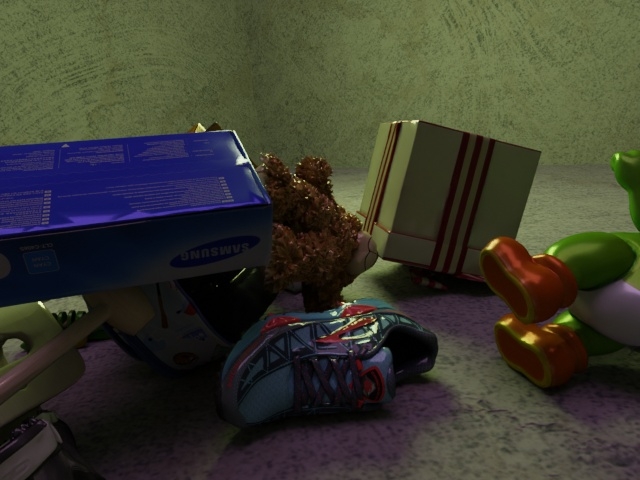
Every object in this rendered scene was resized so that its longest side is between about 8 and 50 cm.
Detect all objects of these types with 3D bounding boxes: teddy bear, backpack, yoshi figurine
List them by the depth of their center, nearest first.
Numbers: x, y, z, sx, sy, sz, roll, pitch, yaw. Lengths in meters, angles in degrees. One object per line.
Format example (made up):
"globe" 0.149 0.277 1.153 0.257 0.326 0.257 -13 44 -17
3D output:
"yoshi figurine" 0.358 0.008 0.590 0.362 0.203 0.203 -21 -17 -6
"backpack" -0.184 0.039 0.674 0.213 0.276 0.263 -34 19 8
"teddy bear" 0.000 0.000 0.725 0.113 0.245 0.338 -18 -34 17

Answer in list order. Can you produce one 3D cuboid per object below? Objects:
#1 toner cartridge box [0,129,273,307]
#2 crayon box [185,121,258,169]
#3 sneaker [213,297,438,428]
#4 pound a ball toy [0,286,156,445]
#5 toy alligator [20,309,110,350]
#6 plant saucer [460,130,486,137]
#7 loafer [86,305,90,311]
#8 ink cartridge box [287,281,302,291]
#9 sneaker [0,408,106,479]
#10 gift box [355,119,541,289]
"toner cartridge box" -0.234 -0.026 0.481 0.347 0.075 0.165 -8 39 -19
"crayon box" -0.214 -0.046 0.850 0.318 0.202 0.081 -31 30 21
"sneaker" 0.019 0.126 0.535 0.261 0.104 0.125 -15 19 -35
"pound a ball toy" -0.327 0.119 0.429 0.208 0.136 0.319 -43 -6 30
"toy alligator" -0.359 0.129 0.781 0.189 0.051 0.056 -7 14 -8
"plant saucer" 0.279 -0.193 0.962 0.083 0.013 0.083 13 10 -2
"loafer" -0.347 0.104 0.869 0.148 0.056 0.050 6 24 39
"ink cartridge box" -0.078 -0.002 0.992 0.093 0.154 0.212 -12 14 -32
"sneaker" -0.218 0.196 0.403 0.078 0.106 0.234 -39 5 -30
"gift box" 0.223 -0.054 0.903 0.276 0.258 0.255 13 10 -7
